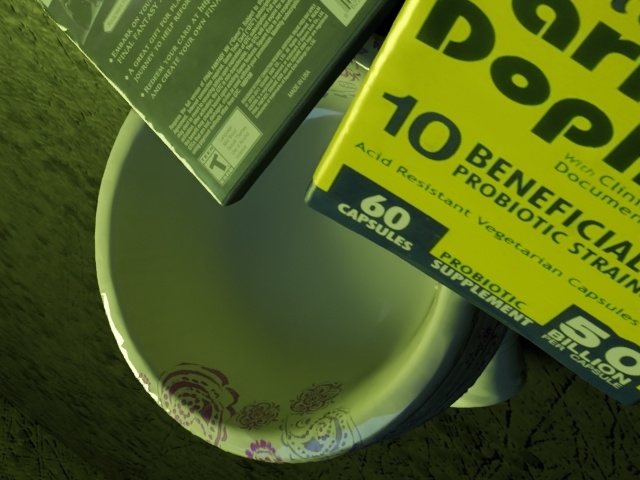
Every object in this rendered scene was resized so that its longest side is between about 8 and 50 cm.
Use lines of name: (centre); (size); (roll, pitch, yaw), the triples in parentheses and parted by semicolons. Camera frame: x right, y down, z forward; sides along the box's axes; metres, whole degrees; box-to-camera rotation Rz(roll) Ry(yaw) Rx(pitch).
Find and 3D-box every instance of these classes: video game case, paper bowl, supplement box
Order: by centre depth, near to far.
supplement box: (0.157, -0.107, 0.426); (0.194, 0.195, 0.356); (32, 152, 1)
video game case: (-0.092, -0.183, 0.665); (0.274, 0.026, 0.196); (48, 121, 11)
paper bowl: (0.000, 0.000, 0.754); (0.284, 0.284, 0.148); (25, -170, 26)

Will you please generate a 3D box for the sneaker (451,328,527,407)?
sneaker: (0.033, 0.053, 0.923); (0.292, 0.108, 0.169); (17, 141, 34)
